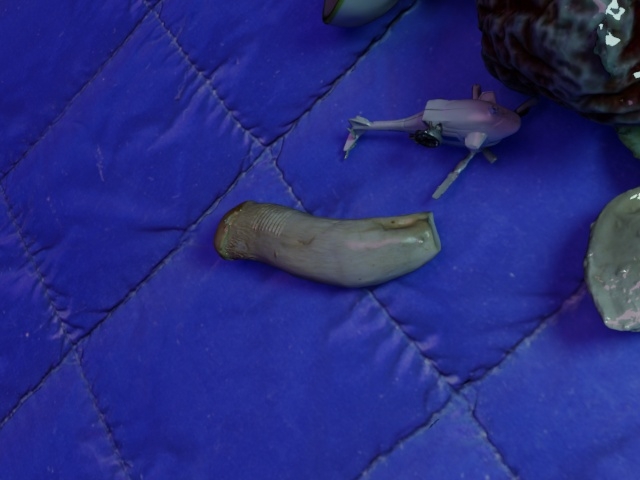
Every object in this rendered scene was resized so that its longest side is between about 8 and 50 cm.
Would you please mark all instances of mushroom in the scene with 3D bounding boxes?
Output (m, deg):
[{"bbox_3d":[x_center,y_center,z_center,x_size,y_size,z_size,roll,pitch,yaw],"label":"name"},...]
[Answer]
[{"bbox_3d":[0.000,0.000,1.022,0.351,0.095,0.123,5,58,30],"label":"mushroom"}]

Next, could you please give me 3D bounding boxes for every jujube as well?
[{"bbox_3d":[0.299,-0.245,0.805,0.226,0.226,0.317,-41,20,12],"label":"jujube"}]

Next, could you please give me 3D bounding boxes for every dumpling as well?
[{"bbox_3d":[0.363,0.020,0.793,0.176,0.092,0.150,-47,59,7],"label":"dumpling"}]

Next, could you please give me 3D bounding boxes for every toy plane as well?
[{"bbox_3d":[0.146,-0.167,0.986,0.273,0.107,0.182,30,85,39],"label":"toy plane"}]

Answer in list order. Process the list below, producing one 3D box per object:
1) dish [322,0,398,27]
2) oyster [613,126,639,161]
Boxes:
[{"bbox_3d":[0.114,-0.452,1.042,0.124,0.324,0.324,18,90,-11],"label":"dish"},{"bbox_3d":[0.419,-0.151,0.808,0.199,0.087,0.252,-58,32,12],"label":"oyster"}]
